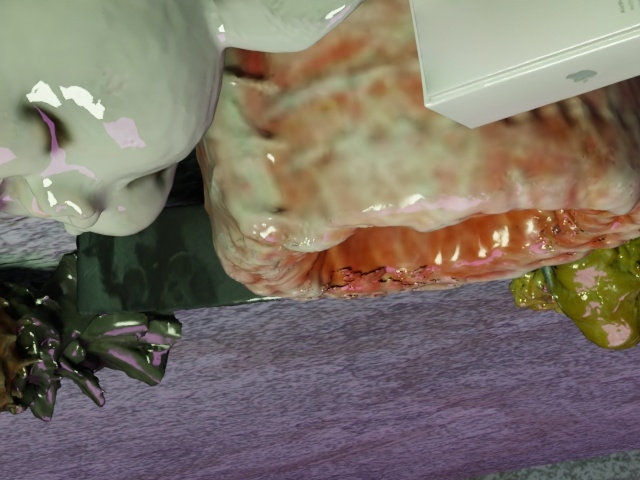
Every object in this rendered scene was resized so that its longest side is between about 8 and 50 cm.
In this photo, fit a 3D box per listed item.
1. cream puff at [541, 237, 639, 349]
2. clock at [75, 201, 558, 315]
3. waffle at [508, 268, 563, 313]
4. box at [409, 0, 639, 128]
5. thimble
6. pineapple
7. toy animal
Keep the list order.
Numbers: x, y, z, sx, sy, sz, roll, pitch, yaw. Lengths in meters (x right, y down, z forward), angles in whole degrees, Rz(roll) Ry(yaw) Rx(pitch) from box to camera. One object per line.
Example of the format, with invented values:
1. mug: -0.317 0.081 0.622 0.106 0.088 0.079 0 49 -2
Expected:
1. cream puff: 0.218 -0.001 1.392 0.116 0.146 0.146 -32 158 17
2. clock: 0.000 0.001 1.233 0.319 0.066 0.319 -5 180 0
3. waffle: 0.250 0.026 1.662 0.161 0.046 0.192 -5 166 -12
4. box: 0.100 -0.130 0.814 0.129 0.130 0.051 -17 162 29
5. thimble: 0.047 -0.066 0.979 0.239 0.162 0.239 -8 169 -2
6. pineapple: -0.238 0.081 1.440 0.310 0.141 0.170 -3 141 -49
7. toy animal: -0.145 -0.077 0.854 0.325 0.154 0.208 -38 132 22
